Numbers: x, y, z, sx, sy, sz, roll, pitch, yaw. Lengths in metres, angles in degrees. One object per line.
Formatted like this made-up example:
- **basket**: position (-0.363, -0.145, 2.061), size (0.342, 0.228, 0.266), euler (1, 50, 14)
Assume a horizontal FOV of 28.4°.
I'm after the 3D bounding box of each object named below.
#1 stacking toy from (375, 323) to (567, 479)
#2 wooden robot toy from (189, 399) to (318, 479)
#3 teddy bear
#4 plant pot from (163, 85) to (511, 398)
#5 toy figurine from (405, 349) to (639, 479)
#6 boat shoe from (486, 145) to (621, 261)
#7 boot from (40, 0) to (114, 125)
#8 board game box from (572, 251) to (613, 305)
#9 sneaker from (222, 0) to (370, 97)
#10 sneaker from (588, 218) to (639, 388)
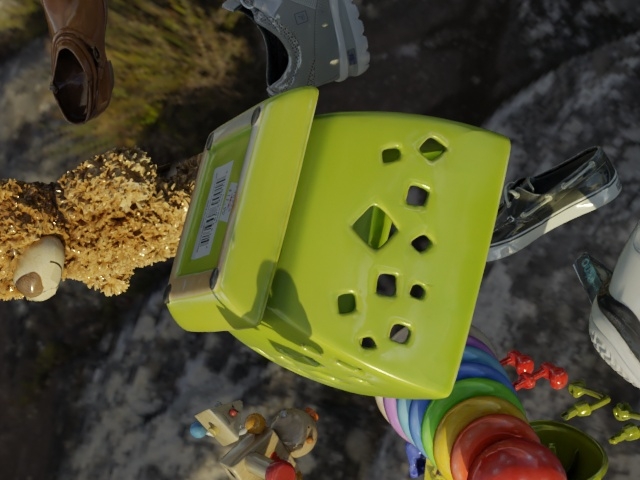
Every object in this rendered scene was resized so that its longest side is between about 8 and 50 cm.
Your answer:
- **stacking toy**: position (0.152, 0.191, 1.230), size (0.141, 0.141, 0.330), euler (-57, 18, 8)
- **wooden robot toy**: position (-0.020, 0.157, 0.902), size (0.076, 0.173, 0.079), euler (6, 44, 49)
- **teddy bear**: position (-0.202, -0.012, 1.280), size (0.245, 0.338, 0.113), euler (-30, 75, 39)
- **plant pot**: position (0.000, 0.000, 1.071), size (0.227, 0.207, 0.228), euler (-12, 63, 67)
- **toy figurine**: position (0.214, 0.272, 1.516), size (0.363, 0.191, 0.217), euler (23, 124, 45)
- **boat shoe**: position (0.260, -0.048, 1.572), size (0.219, 0.070, 0.077), euler (-29, 26, 11)
- **boot**: position (-0.277, -0.229, 1.407), size (0.073, 0.197, 0.152), euler (-16, 18, 6)
- **board game box**: position (0.364, 0.100, 1.416), size (0.026, 0.186, 0.126), euler (-43, 34, 22)
- **sneaker**: position (-0.045, -0.258, 1.191), size (0.115, 0.281, 0.105), euler (-29, 28, -12)
- **sneaker**: position (0.365, 0.050, 0.854), size (0.366, 0.210, 0.137), euler (22, 44, 25)
